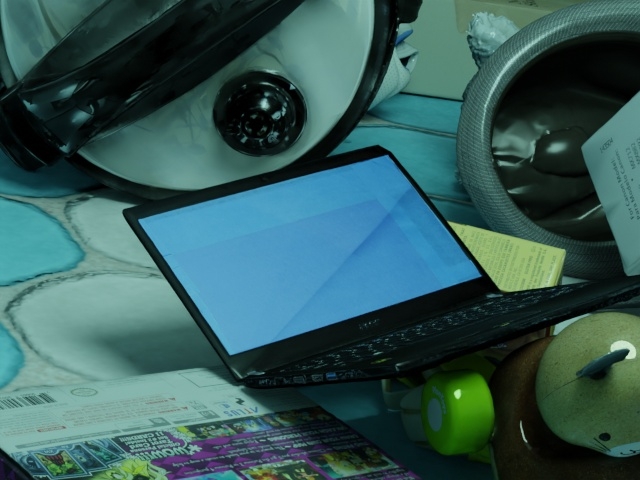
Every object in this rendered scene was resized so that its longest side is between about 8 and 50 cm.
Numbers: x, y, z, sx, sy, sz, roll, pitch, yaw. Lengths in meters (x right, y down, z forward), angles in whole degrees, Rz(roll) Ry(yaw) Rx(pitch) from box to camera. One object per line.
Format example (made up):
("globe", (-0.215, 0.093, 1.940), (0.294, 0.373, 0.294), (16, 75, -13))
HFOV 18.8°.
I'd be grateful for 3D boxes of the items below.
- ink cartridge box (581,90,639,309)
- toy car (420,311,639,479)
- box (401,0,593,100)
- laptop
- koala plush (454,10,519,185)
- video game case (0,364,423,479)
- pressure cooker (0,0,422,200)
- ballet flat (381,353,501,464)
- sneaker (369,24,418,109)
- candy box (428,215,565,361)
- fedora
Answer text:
("ink cartridge box", (0.388, -0.057, 1.595), (0.309, 0.272, 0.130), (0, 63, -30))
("toy car", (0.169, 0.103, 1.117), (0.155, 0.188, 0.149), (-5, 66, -22))
("box", (0.221, -0.228, 2.244), (0.311, 0.121, 0.148), (7, 20, -11))
("laptop", (0.046, 0.004, 1.269), (0.234, 0.136, 0.264), (-17, 3, -34))
("koala plush", (0.228, -0.126, 1.886), (0.221, 0.196, 0.203), (-1, 10, -28))
("video game case", (-0.078, 0.140, 1.155), (0.232, 0.041, 0.210), (-5, 23, -38))
("pressure cooker", (-0.102, -0.233, 1.713), (0.376, 0.369, 0.420), (11, 21, -3))
("ballet flat", (0.085, 0.105, 1.317), (0.077, 0.077, 0.231), (-15, 21, -8))
("sneaker", (-0.018, -0.219, 2.117), (0.236, 0.130, 0.323), (13, 14, -17))
("candy box", (0.084, 0.032, 1.445), (0.187, 0.109, 0.053), (15, 60, 12))
("fedora", (0.247, -0.086, 1.737), (0.275, 0.243, 0.124), (-21, -1, -11))
